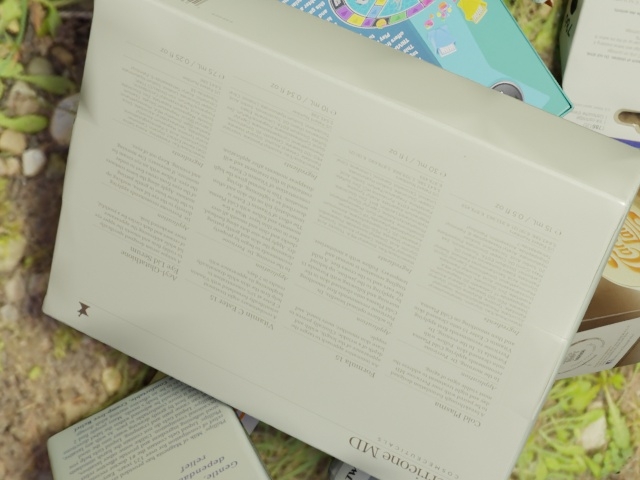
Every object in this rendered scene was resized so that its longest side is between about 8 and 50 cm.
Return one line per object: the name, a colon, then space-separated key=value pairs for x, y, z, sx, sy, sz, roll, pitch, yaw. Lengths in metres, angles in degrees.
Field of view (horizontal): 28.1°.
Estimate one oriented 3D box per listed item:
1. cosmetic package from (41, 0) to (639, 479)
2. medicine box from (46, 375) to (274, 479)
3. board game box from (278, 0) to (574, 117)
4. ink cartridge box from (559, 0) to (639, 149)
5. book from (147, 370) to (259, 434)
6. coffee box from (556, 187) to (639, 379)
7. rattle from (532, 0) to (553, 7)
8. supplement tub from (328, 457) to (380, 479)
cosmetic package: x=0.000 y=0.000 z=0.906 sx=0.377 sy=0.097 sz=0.284 roll=25 pitch=121 yaw=12
medicine box: x=-0.067 y=0.281 z=0.965 sx=0.149 sy=0.289 sz=0.263 roll=-28 pitch=119 yaw=-7
board game box: x=0.005 y=-0.163 z=1.020 sx=0.254 sy=0.079 sz=0.336 roll=-38 pitch=109 yaw=-3
ink cartridge box: x=0.300 y=-0.233 z=1.046 sx=0.165 sy=0.065 sz=0.333 roll=9 pitch=118 yaw=-5
book: x=-0.095 y=0.135 z=1.086 sx=0.096 sy=0.035 sz=0.144 roll=33 pitch=92 yaw=-24
coffee box: x=0.219 y=0.026 z=1.046 sx=0.246 sy=0.141 sz=0.098 roll=-8 pitch=148 yaw=-28
rattle: x=0.155 y=-0.303 z=1.037 sx=0.142 sy=0.130 sz=0.200 roll=14 pitch=125 yaw=-6
supplement tub: x=0.102 y=0.153 z=1.094 sx=0.117 sy=0.117 sz=0.190 roll=32 pitch=93 yaw=-19
